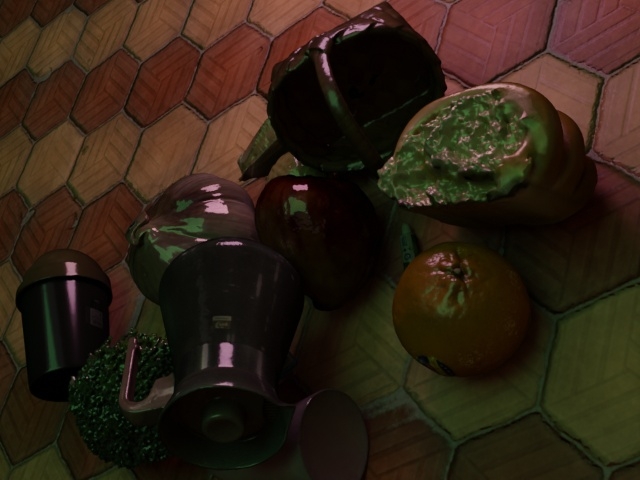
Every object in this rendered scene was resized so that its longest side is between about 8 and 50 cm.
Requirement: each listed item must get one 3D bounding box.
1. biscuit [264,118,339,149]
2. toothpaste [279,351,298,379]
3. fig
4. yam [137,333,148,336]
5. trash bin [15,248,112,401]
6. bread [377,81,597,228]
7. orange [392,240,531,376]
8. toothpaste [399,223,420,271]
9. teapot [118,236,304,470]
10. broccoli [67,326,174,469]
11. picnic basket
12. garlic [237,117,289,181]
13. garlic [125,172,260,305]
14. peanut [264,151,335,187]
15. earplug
[{"bbox_3d":[-0.038,-0.222,1.981,0.131,0.026,0.237,-41,47,17],"label":"biscuit"},{"bbox_3d":[-0.157,0.274,1.647,0.266,0.065,0.050,-37,-2,-32],"label":"toothpaste"},{"bbox_3d":[0.001,-0.013,1.689,0.224,0.224,0.263,-39,77,15],"label":"fig"},{"bbox_3d":[-0.415,0.323,1.951,0.046,0.046,0.264,2,66,41],"label":"yam"},{"bbox_3d":[-0.567,0.174,2.058,0.214,0.214,0.334,-28,58,24],"label":"trash bin"},{"bbox_3d":[0.284,-0.131,1.483,0.315,0.270,0.211,-1,79,48],"label":"bread"},{"bbox_3d":[0.219,0.106,1.454,0.219,0.193,0.219,-24,35,18],"label":"orange"},{"bbox_3d":[0.166,0.055,1.637,0.049,0.031,0.204,-27,52,27],"label":"toothpaste"},{"bbox_3d":[-0.174,0.180,1.510,0.300,0.253,0.344,-11,37,7],"label":"teapot"},{"bbox_3d":[-0.313,0.311,1.767,0.249,0.302,0.375,51,131,24],"label":"broccoli"},{"bbox_3d":[0.071,-0.237,1.681,0.337,0.293,0.337,-27,32,18],"label":"picnic basket"},{"bbox_3d":[-0.095,-0.200,1.923,0.195,0.101,0.087,-46,65,22],"label":"garlic"},{"bbox_3d":[-0.264,0.004,1.908,0.322,0.241,0.322,-11,47,12],"label":"garlic"},{"bbox_3d":[-0.041,-0.115,1.857,0.159,0.109,0.140,34,93,48],"label":"peanut"},{"bbox_3d":[-0.086,0.357,1.583,0.301,0.172,0.172,-16,55,39],"label":"earplug"}]
